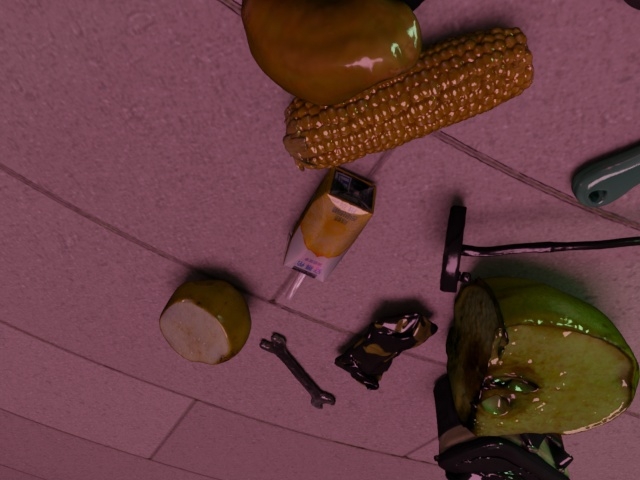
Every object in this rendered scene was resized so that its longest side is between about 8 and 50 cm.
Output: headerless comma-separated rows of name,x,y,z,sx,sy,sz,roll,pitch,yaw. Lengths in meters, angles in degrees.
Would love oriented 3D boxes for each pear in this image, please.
pear,0.328,0.151,0.718,0.255,0.164,0.239,0,123,1
pear,-0.174,0.121,0.793,0.140,0.104,0.141,8,115,18

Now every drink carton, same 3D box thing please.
drink carton,0.000,0.000,0.671,0.084,0.075,0.200,23,133,-12

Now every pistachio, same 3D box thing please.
pistachio,0.004,-0.177,0.453,0.189,0.110,0.100,29,173,24

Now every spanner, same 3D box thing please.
spanner,-0.040,0.258,0.961,0.054,0.015,0.255,-14,129,23

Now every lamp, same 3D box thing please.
lamp,0.321,-0.022,0.615,0.370,0.109,0.130,-13,160,9

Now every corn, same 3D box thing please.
corn,0.080,-0.143,0.515,0.260,0.091,0.091,-14,89,20

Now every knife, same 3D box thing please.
knife,0.409,-0.110,0.544,0.260,0.035,0.063,-30,127,27

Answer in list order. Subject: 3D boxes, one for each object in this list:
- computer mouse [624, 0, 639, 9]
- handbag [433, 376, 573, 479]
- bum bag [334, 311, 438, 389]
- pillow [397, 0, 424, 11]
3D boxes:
computer mouse,0.273,-0.291,0.372,0.120,0.057,0.232,-19,130,24
handbag,0.327,0.352,0.884,0.254,0.182,0.181,34,129,-24
bum bag,0.105,0.182,0.837,0.106,0.060,0.233,13,136,-17
pillow,0.096,-0.279,0.407,0.208,0.055,0.141,-25,127,31
